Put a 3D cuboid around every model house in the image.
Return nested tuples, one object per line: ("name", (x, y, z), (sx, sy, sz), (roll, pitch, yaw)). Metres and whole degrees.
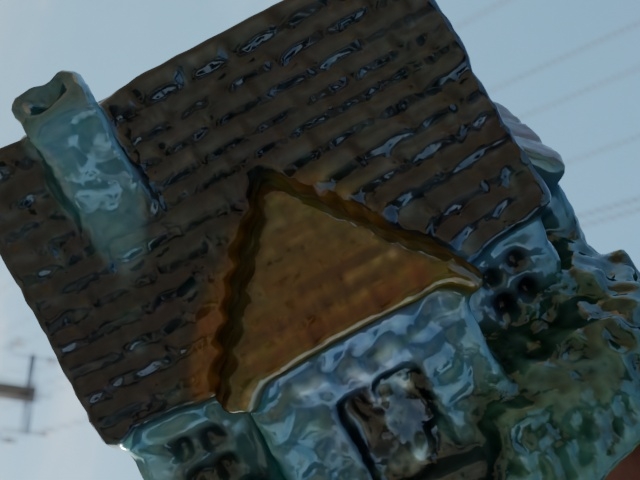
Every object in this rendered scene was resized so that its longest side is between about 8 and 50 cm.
("model house", (0.000, 0.000, 0.824), (0.241, 0.261, 0.226), (64, -7, -31))

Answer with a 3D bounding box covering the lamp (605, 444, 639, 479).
("lamp", (0.284, 0.114, 0.962), (0.303, 0.303, 0.257), (-119, -150, -52))
